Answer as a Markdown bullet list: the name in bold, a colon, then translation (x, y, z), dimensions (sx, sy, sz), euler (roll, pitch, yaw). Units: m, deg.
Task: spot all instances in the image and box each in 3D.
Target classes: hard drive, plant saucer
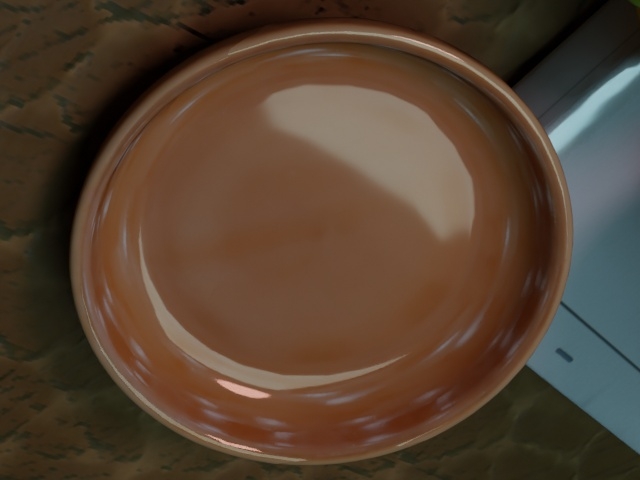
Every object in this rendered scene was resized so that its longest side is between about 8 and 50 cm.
- **hard drive**: translation (0.221, -0.065, 0.870), dimensions (0.353, 0.047, 0.233), euler (-42, 135, 10)
- **plant saucer**: translation (0.000, 0.000, 0.779), dimensions (0.200, 0.037, 0.200), euler (-3, 120, -5)

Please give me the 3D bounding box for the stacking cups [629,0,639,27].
- **stacking cups**: translation (0.129, -0.182, 0.667), dimensions (0.096, 0.096, 0.316), euler (-24, 122, -8)
